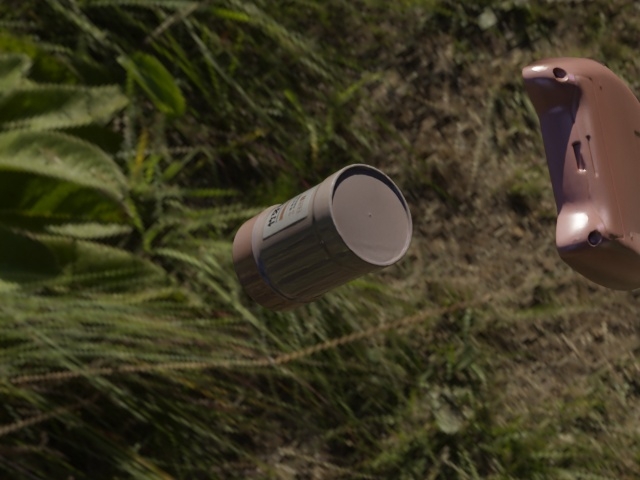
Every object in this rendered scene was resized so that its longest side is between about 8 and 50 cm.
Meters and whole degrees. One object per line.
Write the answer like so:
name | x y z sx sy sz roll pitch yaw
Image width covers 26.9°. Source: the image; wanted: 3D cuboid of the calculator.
calculator | 0.275 -0.063 1.251 0.048 0.330 0.220 -15 81 26

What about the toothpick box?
toothpick box | 0.000 0.000 1.228 0.149 0.098 0.098 -26 46 46
